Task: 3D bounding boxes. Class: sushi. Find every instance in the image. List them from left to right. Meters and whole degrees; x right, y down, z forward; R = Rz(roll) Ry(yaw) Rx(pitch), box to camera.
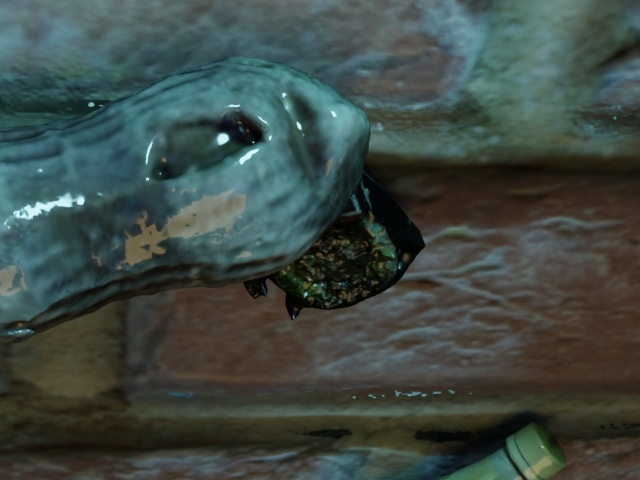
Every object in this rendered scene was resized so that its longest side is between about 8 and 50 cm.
[{"bbox_3d":[0.000,0.000,0.734,0.084,0.056,0.083,-34,140,21],"label":"sushi"}]

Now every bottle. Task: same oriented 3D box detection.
[{"bbox_3d":[0.058,0.216,0.954,0.269,0.083,0.083,-41,130,20],"label":"bottle"}]

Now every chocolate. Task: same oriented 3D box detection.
[{"bbox_3d":[-0.095,-0.018,0.641,0.248,0.110,0.110,-14,138,-10],"label":"chocolate"}]
